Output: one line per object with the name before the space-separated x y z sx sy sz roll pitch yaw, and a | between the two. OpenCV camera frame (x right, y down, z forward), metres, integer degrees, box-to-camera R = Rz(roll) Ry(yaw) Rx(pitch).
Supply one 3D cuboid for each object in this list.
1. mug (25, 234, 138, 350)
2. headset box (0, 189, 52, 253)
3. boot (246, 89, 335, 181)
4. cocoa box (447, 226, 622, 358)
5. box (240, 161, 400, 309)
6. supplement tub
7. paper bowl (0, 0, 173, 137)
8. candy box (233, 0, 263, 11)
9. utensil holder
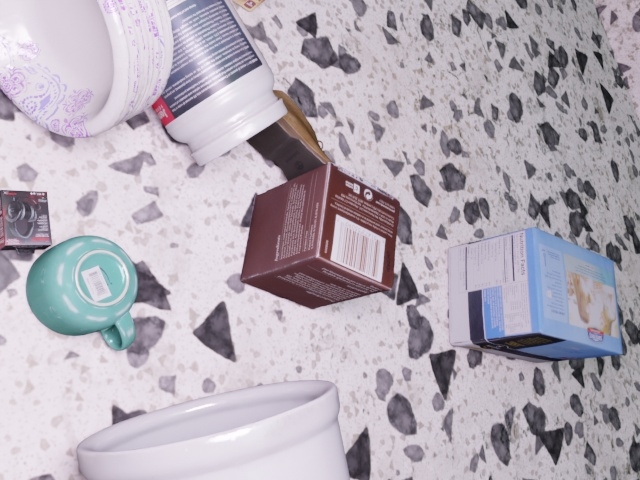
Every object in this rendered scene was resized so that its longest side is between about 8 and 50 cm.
mug | -0.302 0.064 0.931 0.157 0.097 0.130 28 59 -33
headset box | -0.394 -0.022 0.917 0.062 0.032 0.083 0 76 -43
boot | -0.013 -0.147 1.265 0.305 0.112 0.115 50 39 -18
cocoa box | 0.480 0.135 1.541 0.347 0.227 0.232 17 67 -39
box | 0.000 0.000 1.156 0.168 0.203 0.167 25 61 -36
supplement tub | -0.191 -0.274 1.070 0.191 0.191 0.272 -43 106 -41
paper bowl | -0.313 -0.290 0.898 0.148 0.284 0.284 -44 108 -45
candy box | -0.093 -0.530 1.152 0.182 0.316 0.088 23 62 -36
utensil holder | -0.100 0.402 0.862 0.327 0.327 0.386 -8 84 -44
